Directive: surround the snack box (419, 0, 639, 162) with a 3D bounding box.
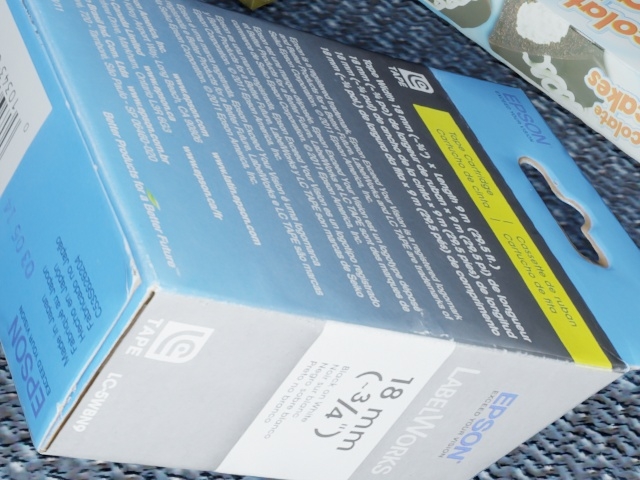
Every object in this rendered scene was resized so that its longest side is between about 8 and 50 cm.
[{"bbox_3d":[0.218,-0.137,1.119,0.322,0.060,0.187,40,45,25],"label":"snack box"}]

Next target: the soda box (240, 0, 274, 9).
[{"bbox_3d":[0.003,-0.212,1.127,0.058,0.061,0.181,40,44,25],"label":"soda box"}]

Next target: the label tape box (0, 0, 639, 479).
[{"bbox_3d":[0.000,0.000,0.826,0.333,0.106,0.241,12,36,-36],"label":"label tape box"}]
